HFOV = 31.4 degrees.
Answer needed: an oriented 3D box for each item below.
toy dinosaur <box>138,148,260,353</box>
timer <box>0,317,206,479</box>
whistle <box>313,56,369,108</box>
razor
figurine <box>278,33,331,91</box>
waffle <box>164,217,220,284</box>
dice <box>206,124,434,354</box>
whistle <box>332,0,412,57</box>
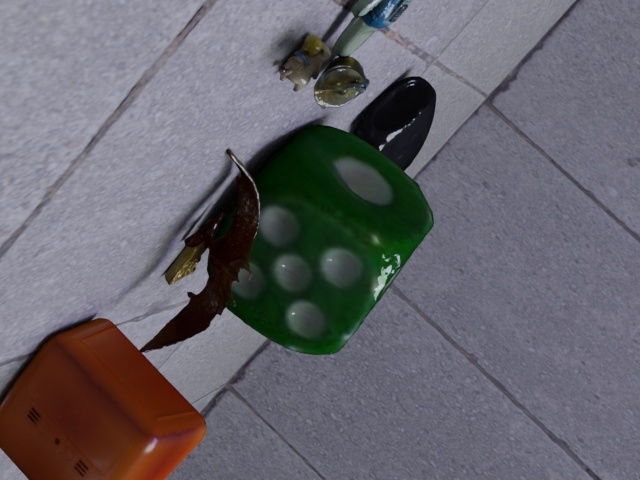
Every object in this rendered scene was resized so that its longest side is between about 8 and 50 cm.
[{"bbox_3d":[-0.172,0.016,1.734,0.113,0.206,0.327,10,141,-33],"label":"toy dinosaur"},{"bbox_3d":[-0.353,0.289,1.696,0.250,0.257,0.161,-51,166,16],"label":"timer"},{"bbox_3d":[0.033,-0.222,1.579,0.068,0.057,0.326,-4,-169,4],"label":"whistle"},{"bbox_3d":[0.138,-0.202,2.383,0.204,0.113,0.349,-41,172,-19],"label":"razor"},{"bbox_3d":[-0.021,-0.243,1.524,0.083,0.047,0.050,-50,163,-12],"label":"figurine"},{"bbox_3d":[-0.203,0.010,1.930,0.152,0.023,0.097,-51,174,22],"label":"waffle"},{"bbox_3d":[0.000,0.000,1.950,0.300,0.287,0.297,-55,176,30],"label":"dice"},{"bbox_3d":[0.095,-0.339,1.551,0.236,0.077,0.114,-44,166,33],"label":"whistle"}]
